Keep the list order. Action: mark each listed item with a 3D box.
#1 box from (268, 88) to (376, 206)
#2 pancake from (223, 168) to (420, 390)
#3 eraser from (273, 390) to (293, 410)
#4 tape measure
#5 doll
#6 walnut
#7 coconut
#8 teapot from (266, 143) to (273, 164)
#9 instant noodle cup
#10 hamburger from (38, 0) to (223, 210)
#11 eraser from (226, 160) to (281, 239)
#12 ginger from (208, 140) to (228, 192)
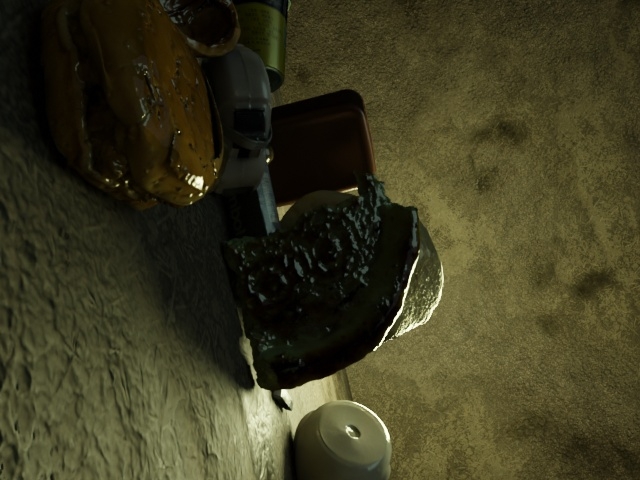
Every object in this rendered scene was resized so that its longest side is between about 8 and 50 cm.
[{"bbox_3d":[-0.025,-0.250,1.356,0.229,0.338,0.240,-88,164,-68],"label":"box"},{"bbox_3d":[0.031,0.063,0.890,0.305,0.426,0.067,63,-20,-7],"label":"pancake"},{"bbox_3d":[-0.074,0.311,0.987,0.099,0.019,0.027,72,19,-53],"label":"eraser"},{"bbox_3d":[-0.144,-0.215,0.821,0.197,0.120,0.236,138,-59,-62],"label":"tape measure"},{"bbox_3d":[0.034,0.467,1.057,0.251,0.220,0.221,-31,109,-63],"label":"doll"},{"bbox_3d":[-0.203,-0.317,0.680,0.167,0.086,0.211,65,27,-14],"label":"walnut"},{"bbox_3d":[0.064,0.065,1.170,0.415,0.414,0.345,-76,175,-82],"label":"coconut"},{"bbox_3d":[-0.162,-0.230,1.203,0.110,0.080,0.085,64,-30,22],"label":"teapot"},{"bbox_3d":[-0.170,-0.507,1.260,0.215,0.215,0.237,59,24,-78],"label":"instant noodle cup"},{"bbox_3d":[-0.174,-0.131,0.484,0.214,0.108,0.214,-14,90,-81],"label":"hamburger"},{"bbox_3d":[-0.131,-0.080,0.939,0.046,0.091,0.213,1,72,-49],"label":"eraser"},{"bbox_3d":[-0.174,-0.103,0.672,0.165,0.067,0.096,-61,139,-65],"label":"ginger"}]
